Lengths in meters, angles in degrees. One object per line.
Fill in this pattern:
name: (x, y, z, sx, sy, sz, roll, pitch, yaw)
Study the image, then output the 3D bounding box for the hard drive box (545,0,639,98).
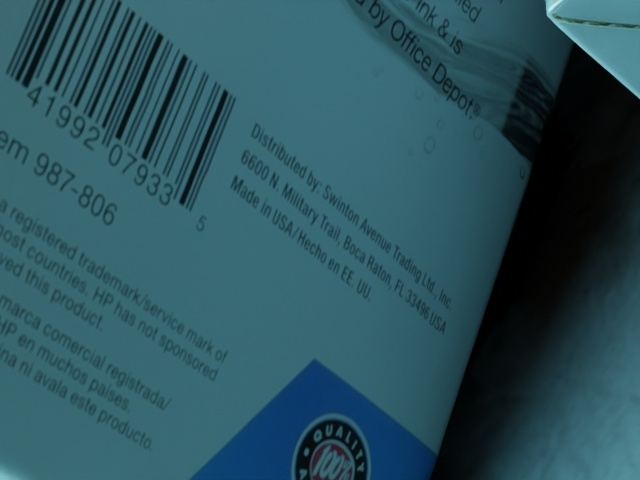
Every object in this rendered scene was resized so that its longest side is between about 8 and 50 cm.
hard drive box: (0.155, -0.160, 0.566, 0.181, 0.089, 0.232, -37, 32, 30)

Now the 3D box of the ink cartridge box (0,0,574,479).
ink cartridge box: (-0.054, -0.085, 0.696, 0.166, 0.285, 0.394, 4, 66, 40)
